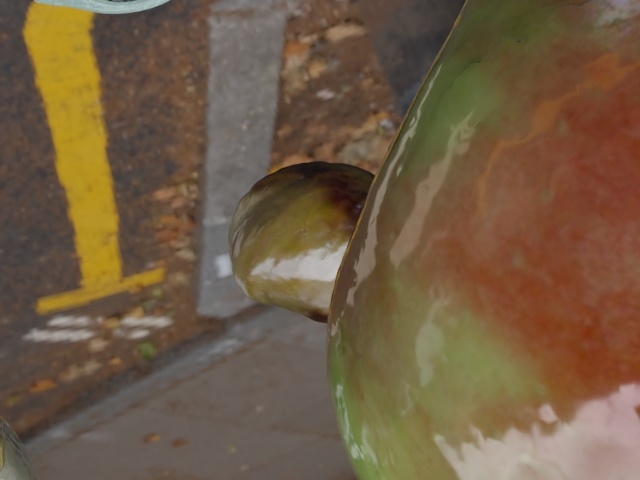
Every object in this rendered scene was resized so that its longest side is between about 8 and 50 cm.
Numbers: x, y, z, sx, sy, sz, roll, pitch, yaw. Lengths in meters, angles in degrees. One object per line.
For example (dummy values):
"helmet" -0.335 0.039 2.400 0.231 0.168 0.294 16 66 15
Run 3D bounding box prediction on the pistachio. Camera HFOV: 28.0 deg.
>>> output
"pistachio" 0.000 0.000 1.286 0.210 0.165 0.130 -21 -167 37

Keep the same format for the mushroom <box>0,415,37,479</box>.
"mushroom" -0.210 0.161 0.728 0.097 0.109 0.351 -36 172 -29

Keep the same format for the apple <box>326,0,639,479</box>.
"apple" 0.157 0.018 0.496 0.319 0.277 0.319 -61 173 -12

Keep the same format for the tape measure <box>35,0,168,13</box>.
"tape measure" -0.234 -0.417 1.685 0.215 0.098 0.351 4 158 -41
